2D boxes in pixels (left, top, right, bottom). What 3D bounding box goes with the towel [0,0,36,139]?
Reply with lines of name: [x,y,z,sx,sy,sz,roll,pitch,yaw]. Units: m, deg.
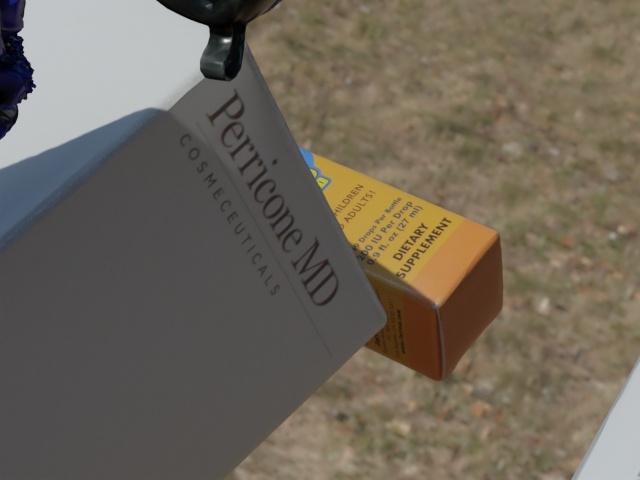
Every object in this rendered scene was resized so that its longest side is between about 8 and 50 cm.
towel: [-0.239,-0.061,0.439,0.308,0.076,0.227,-5,17,-12]

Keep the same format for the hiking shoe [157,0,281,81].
hiking shoe: [-0.053,-0.217,0.539,0.113,0.304,0.132,-8,34,29]

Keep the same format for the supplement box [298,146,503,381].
supplement box: [0.000,0.000,1.003,0.233,0.080,0.078,22,54,29]

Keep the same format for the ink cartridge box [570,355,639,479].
ink cartridge box: [0.216,0.139,0.352,0.307,0.129,0.223,21,-29,27]

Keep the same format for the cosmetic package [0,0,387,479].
cosmetic package: [-0.204,0.091,0.755,0.161,0.453,0.230,35,-18,41]
